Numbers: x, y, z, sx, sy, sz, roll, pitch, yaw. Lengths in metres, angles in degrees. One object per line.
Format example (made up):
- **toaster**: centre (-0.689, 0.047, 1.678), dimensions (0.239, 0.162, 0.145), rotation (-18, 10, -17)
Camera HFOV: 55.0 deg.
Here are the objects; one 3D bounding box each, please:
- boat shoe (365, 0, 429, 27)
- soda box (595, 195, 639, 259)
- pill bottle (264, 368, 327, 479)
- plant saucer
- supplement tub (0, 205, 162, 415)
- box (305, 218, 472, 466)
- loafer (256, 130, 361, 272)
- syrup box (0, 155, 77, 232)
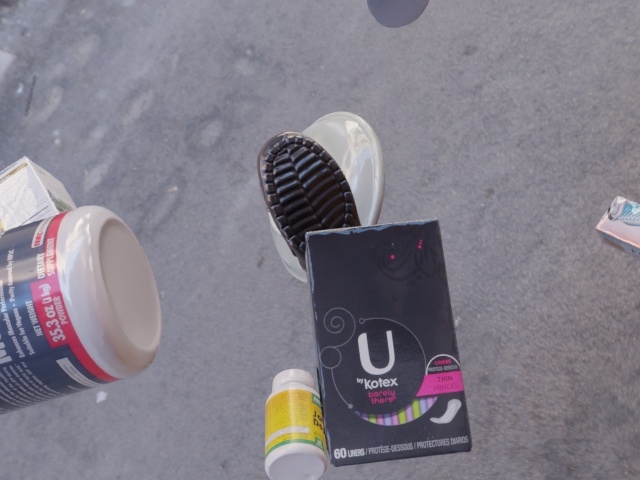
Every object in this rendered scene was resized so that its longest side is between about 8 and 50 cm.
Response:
- **boat shoe**: centre (0.070, -0.332, 0.651), dimensions (0.080, 0.228, 0.076), rotation (-11, 61, 13)
- **soda box**: centre (0.487, 0.006, 0.859), dimensions (0.183, 0.058, 0.063), rotation (34, 89, 41)
- **pill bottle**: centre (-0.050, 0.359, 1.207), dimensions (0.118, 0.117, 0.208), rotation (-29, 32, 15)
- **plant saucer**: centre (-0.022, -0.104, 1.380), dimensions (0.401, 0.101, 0.400), rotation (-20, 64, 50)
- **supplement tub**: centre (-0.330, 0.086, 0.665), dimensions (0.272, 0.191, 0.191), rotation (-17, 62, 2)
- **box**: centre (0.074, 0.123, 0.762), dimensions (0.165, 0.143, 0.270), rotation (-7, 78, -3)
- **loafer**: centre (0.000, 0.000, 1.000), dimensions (0.134, 0.130, 0.365), rotation (-30, 100, -16)
- **syrup box**: centre (-0.396, 0.000, 0.899), dimensions (0.096, 0.093, 0.237), rotation (-38, 66, -4)
